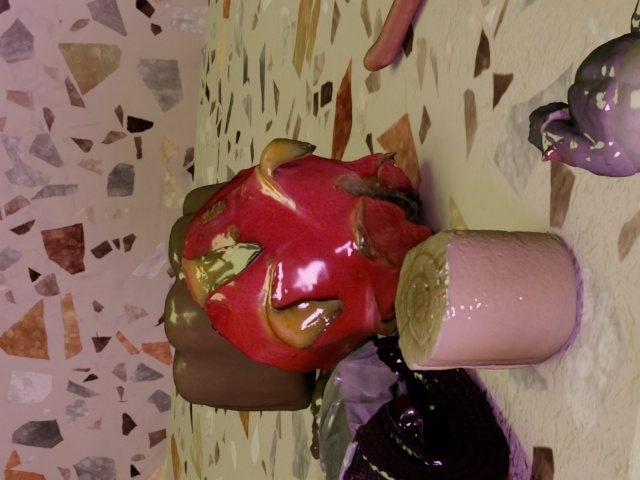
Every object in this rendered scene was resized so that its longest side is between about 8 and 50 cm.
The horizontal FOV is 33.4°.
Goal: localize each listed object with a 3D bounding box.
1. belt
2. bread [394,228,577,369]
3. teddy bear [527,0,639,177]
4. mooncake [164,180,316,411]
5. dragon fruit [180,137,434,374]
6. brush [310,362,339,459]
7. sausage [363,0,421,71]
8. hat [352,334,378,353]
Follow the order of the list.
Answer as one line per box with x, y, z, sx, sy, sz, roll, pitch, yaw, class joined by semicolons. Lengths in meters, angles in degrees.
0.095;0.238;1.169;0.289;0.184;0.164;-107;20;-61;belt
0.157;0.057;1.040;0.148;0.141;0.134;118;148;-55;bread
0.264;-0.099;0.662;0.251;0.144;0.171;31;108;52;teddy bear
-0.120;0.090;1.690;0.378;0.201;0.378;-3;-90;-85;mooncake
0.000;0.000;1.351;0.226;0.305;0.305;-38;48;41;dragon fruit
0.020;0.194;1.617;0.071;0.084;0.301;110;161;-50;brush
0.102;-0.295;1.436;0.186;0.043;0.043;115;152;-52;sausage
0.082;0.171;1.441;0.121;0.050;0.121;180;90;-69;hat
